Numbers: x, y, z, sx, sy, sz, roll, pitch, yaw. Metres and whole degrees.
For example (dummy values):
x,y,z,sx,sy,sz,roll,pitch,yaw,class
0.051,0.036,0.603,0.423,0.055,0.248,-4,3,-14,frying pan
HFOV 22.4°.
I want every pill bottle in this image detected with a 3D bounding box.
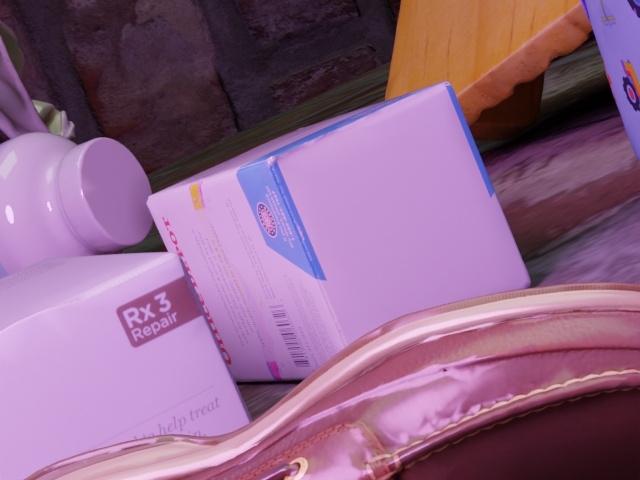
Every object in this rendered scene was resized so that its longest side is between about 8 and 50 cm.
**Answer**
x,y,z,sx,sy,sz,roll,pitch,yaw,class
-0.268,-0.002,1.354,0.264,0.146,0.146,-20,8,30,pill bottle

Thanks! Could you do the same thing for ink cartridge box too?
x,y,z,sx,sy,sz,roll,pitch,yaw,class
0.000,0.000,0.678,0.090,0.092,0.143,-26,8,-27,ink cartridge box

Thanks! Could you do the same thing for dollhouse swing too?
x,y,z,sx,sy,sz,roll,pitch,yaw,class
0.272,-0.195,1.095,0.347,0.305,0.315,-35,38,51,dollhouse swing

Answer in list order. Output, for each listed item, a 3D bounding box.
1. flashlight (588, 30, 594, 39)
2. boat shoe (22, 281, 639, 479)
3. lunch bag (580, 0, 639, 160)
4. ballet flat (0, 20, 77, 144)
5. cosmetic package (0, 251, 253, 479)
x,y,z,sx,sy,sz,roll,pitch,yaw,class
0.208,-0.233,1.687,0.304,0.103,0.103,-35,-21,-39,flashlight
0.006,0.065,0.342,0.178,0.064,0.060,-23,37,18,boat shoe
0.158,-0.132,0.628,0.138,0.221,0.293,-25,7,-20,lunch bag
-0.286,-0.101,1.467,0.139,0.139,0.400,-24,-32,-2,ballet flat
-0.119,0.063,0.638,0.117,0.085,0.231,-26,9,-18,cosmetic package
